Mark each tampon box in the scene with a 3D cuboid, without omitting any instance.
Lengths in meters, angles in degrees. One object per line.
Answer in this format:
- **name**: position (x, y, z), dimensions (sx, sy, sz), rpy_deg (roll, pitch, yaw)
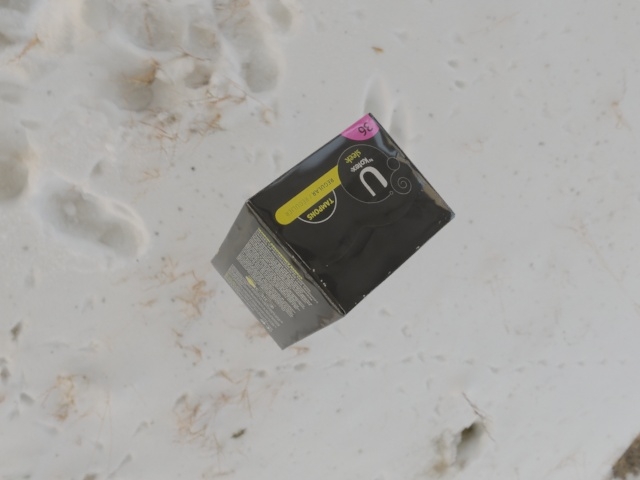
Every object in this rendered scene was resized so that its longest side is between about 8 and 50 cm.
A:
- **tampon box**: position (0.000, 0.000, 0.500), dimensions (0.120, 0.161, 0.101), rpy_deg (-40, 89, -25)
